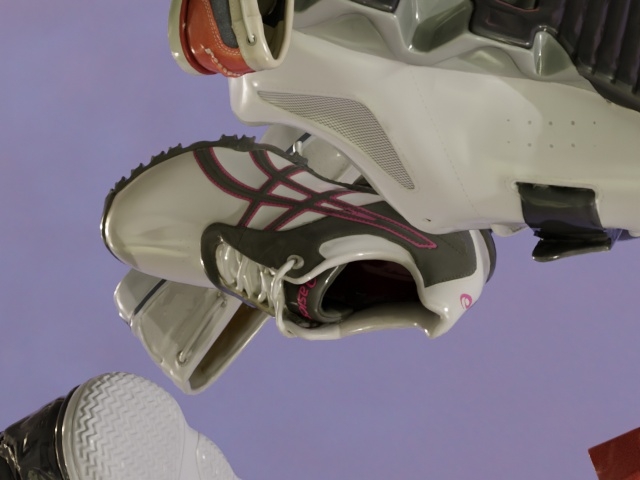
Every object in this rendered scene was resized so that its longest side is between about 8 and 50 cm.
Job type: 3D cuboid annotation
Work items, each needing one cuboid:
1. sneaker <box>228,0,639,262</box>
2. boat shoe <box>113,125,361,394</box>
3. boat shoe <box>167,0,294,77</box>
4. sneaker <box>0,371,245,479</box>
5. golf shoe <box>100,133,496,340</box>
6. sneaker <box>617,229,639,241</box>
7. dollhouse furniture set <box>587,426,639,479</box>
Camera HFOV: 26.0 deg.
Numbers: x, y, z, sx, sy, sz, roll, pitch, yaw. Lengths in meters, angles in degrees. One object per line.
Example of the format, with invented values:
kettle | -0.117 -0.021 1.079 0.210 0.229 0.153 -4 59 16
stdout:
sneaker | 0.109 -0.054 0.640 0.146 0.331 0.122 108 7 -48
boat shoe | -0.005 0.001 1.100 0.367 0.136 0.156 -42 -110 19
boat shoe | -0.023 -0.128 0.531 0.043 0.049 0.137 2 -103 38
sneaker | -0.123 0.191 0.903 0.153 0.268 0.101 -11 -141 29
golf shoe | -0.026 0.002 0.888 0.273 0.105 0.120 2 -148 17
sneaker | 0.347 -0.157 1.503 0.125 0.140 0.340 -112 -154 -59
dollhouse furniture set | 0.283 0.320 1.303 0.152 0.201 0.374 -34 -170 20
